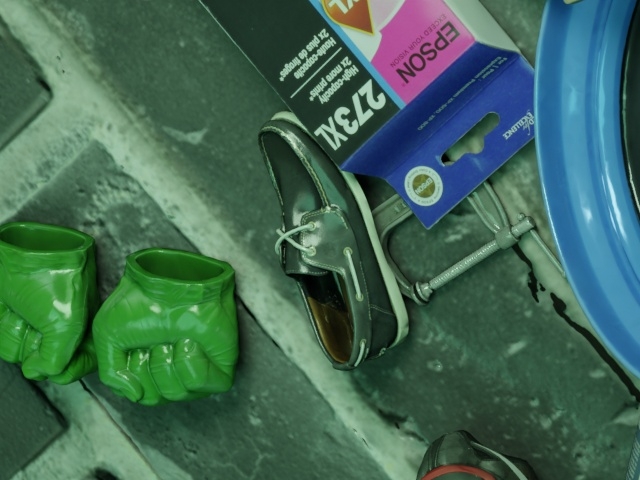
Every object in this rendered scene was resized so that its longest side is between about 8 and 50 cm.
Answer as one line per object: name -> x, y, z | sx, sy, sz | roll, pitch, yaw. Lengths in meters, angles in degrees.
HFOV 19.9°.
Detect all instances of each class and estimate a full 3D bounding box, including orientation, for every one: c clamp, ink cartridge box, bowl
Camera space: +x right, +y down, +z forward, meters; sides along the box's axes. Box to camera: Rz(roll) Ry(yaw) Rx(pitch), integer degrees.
c clamp -> 0.115, 0.005, 1.579 | 0.161, 0.022, 0.137 | -28, 94, 31
ink cartridge box -> 0.020, -0.193, 1.524 | 0.371, 0.069, 0.176 | 49, 120, 2
bowl -> 0.284, -0.080, 1.312 | 0.391, 0.077, 0.391 | 173, 90, -67

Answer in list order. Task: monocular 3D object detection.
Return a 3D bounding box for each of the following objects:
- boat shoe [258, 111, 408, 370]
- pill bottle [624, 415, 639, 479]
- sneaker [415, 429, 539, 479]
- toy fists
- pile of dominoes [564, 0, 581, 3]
boat shoe -> 0.000, 0.000, 1.591 | 0.084, 0.079, 0.233 | -13, 102, 54
pill bottle -> 0.306, 0.207, 1.513 | 0.108, 0.108, 0.180 | 18, 115, 19
sneaker -> 0.179, 0.268, 1.604 | 0.097, 0.135, 0.276 | -37, 114, 19
toy fists -> -0.204, 0.078, 1.715 | 0.279, 0.096, 0.142 | 10, 113, 20
pile of dominoes -> 0.193, -0.305, 1.372 | 0.196, 0.040, 0.251 | -136, 46, -59
